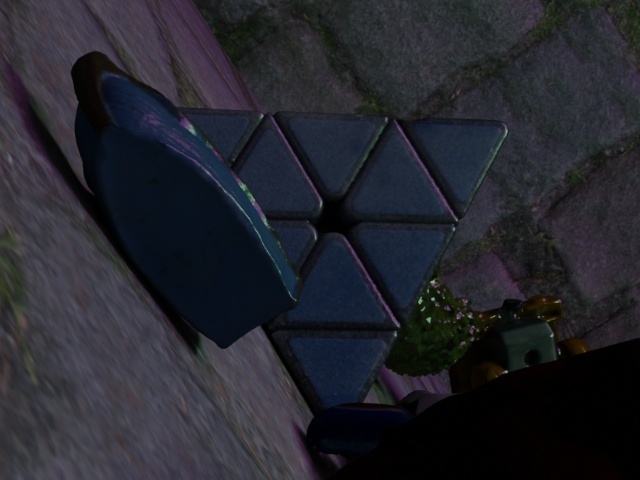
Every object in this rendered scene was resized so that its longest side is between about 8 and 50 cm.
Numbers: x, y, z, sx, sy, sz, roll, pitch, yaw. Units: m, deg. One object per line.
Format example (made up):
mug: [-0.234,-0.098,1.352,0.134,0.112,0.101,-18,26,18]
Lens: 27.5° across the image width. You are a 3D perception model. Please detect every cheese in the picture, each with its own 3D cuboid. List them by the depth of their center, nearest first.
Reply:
cheese: [0.110,0.177,1.021,0.329,0.217,0.129,26,67,-56]

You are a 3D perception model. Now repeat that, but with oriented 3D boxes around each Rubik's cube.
Rubik's cube: [0.002,0.000,1.134,0.233,0.228,0.229,-20,120,-51]

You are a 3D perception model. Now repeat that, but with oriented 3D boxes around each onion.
onion: [0.096,0.120,0.603,0.146,0.280,0.314,44,2,6]

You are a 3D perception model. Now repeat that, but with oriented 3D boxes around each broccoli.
broccoli: [0.077,0.018,1.619,0.254,0.186,0.302,9,64,-56]

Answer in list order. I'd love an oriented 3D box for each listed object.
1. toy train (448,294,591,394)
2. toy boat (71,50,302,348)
toy train: [0.264,0.255,1.784,0.231,0.163,0.369,-162,-119,-69]
toy boat: [-0.082,-0.024,0.743,0.185,0.075,0.077,52,9,-25]
